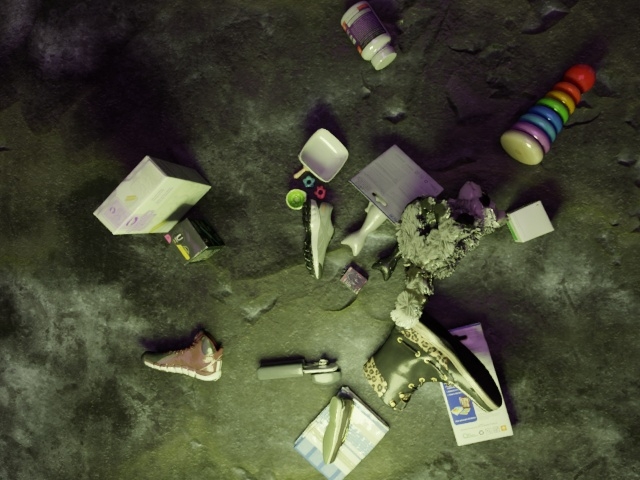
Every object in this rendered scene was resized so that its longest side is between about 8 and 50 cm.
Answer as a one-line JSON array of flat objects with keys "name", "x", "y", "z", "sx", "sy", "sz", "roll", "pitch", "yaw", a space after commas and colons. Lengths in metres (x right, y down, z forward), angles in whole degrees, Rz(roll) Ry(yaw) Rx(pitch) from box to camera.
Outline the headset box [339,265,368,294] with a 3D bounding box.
[{"name": "headset box", "x": 0.109, "y": 0.130, "z": 1.472, "sx": 0.083, "sy": 0.032, "sz": 0.062, "roll": 39, "pitch": 96, "yaw": 4}]

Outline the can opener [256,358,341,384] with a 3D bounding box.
[{"name": "can opener", "x": -0.073, "y": 0.446, "z": 1.483, "sx": 0.281, "sy": 0.074, "sz": 0.093, "roll": -4, "pitch": 91, "yaw": 8}]

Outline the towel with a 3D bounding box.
[{"name": "towel", "x": 0.068, "y": 0.662, "z": 1.488, "sx": 0.209, "sy": 0.034, "sz": 0.285, "roll": 41, "pitch": 97, "yaw": 5}]

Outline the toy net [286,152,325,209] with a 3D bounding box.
[{"name": "toy net", "x": -0.036, "y": -0.213, "z": 1.479, "sx": 0.122, "sy": 0.045, "sz": 0.232, "roll": 12, "pitch": 93, "yaw": 8}]

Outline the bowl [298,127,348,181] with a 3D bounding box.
[{"name": "bowl", "x": 0.004, "y": -0.278, "z": 1.442, "sx": 0.142, "sy": 0.053, "sz": 0.142, "roll": 40, "pitch": 79, "yaw": -20}]

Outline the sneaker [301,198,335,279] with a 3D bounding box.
[{"name": "sneaker", "x": 0.000, "y": 0.000, "z": 1.455, "sx": 0.108, "sy": 0.100, "sz": 0.271, "roll": -2, "pitch": 100, "yaw": -22}]

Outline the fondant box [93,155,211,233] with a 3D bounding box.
[{"name": "fondant box", "x": -0.519, "y": -0.134, "z": 1.405, "sx": 0.238, "sy": 0.330, "sz": 0.096, "roll": -44, "pitch": 85, "yaw": 7}]

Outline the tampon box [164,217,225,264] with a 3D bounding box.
[{"name": "tampon box", "x": -0.420, "y": 0.002, "z": 1.479, "sx": 0.101, "sy": 0.161, "sz": 0.120, "roll": -37, "pitch": 86, "yaw": 7}]

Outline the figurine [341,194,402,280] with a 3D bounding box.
[{"name": "figurine", "x": 0.201, "y": -0.007, "z": 1.434, "sx": 0.215, "sy": 0.092, "sz": 0.209, "roll": 39, "pitch": 100, "yaw": 6}]

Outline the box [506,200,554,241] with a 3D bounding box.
[{"name": "box", "x": 0.644, "y": -0.058, "z": 1.365, "sx": 0.102, "sy": 0.087, "sz": 0.101, "roll": -24, "pitch": 88, "yaw": 8}]

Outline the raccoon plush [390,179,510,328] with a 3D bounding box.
[{"name": "raccoon plush", "x": 0.369, "y": 0.032, "z": 1.329, "sx": 0.216, "sy": 0.299, "sz": 0.446, "roll": 44, "pitch": 121, "yaw": 39}]

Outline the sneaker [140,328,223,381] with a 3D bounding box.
[{"name": "sneaker", "x": -0.469, "y": 0.379, "z": 1.533, "sx": 0.282, "sy": 0.106, "sz": 0.162, "roll": 14, "pitch": 88, "yaw": -3}]

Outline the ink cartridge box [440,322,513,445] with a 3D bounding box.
[{"name": "ink cartridge box", "x": 0.474, "y": 0.455, "z": 1.411, "sx": 0.176, "sy": 0.069, "sz": 0.370, "roll": -16, "pitch": 91, "yaw": 9}]

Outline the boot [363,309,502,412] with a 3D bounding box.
[{"name": "boot", "x": 0.325, "y": 0.419, "z": 1.344, "sx": 0.377, "sy": 0.138, "sz": 0.284, "roll": 45, "pitch": 113, "yaw": 21}]

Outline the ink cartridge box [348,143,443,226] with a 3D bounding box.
[{"name": "ink cartridge box", "x": 0.235, "y": -0.166, "z": 1.384, "sx": 0.224, "sy": 0.045, "sz": 0.223, "roll": -39, "pitch": 78, "yaw": -22}]

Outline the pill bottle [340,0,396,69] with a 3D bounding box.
[{"name": "pill bottle", "x": 0.159, "y": -0.653, "z": 1.412, "sx": 0.108, "sy": 0.108, "sz": 0.193, "roll": -33, "pitch": 86, "yaw": 7}]

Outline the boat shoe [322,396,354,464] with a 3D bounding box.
[{"name": "boat shoe", "x": 0.059, "y": 0.622, "z": 1.431, "sx": 0.069, "sy": 0.081, "sz": 0.227, "roll": 9, "pitch": 96, "yaw": -22}]

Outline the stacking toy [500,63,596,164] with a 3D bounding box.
[{"name": "stacking toy", "x": 0.710, "y": -0.394, "z": 1.339, "sx": 0.141, "sy": 0.141, "sz": 0.330, "roll": 41, "pitch": 90, "yaw": 5}]
